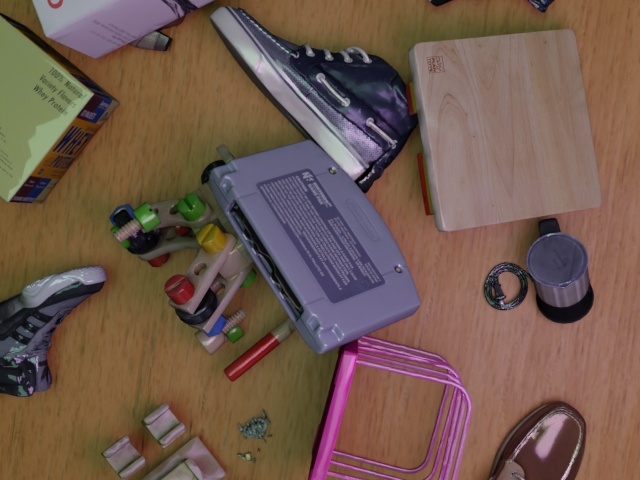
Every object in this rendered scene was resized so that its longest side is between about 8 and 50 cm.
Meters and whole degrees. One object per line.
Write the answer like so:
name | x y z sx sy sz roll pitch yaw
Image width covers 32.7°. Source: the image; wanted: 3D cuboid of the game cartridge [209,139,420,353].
game cartridge | 0.000 0.000 1.473 0.196 0.060 0.294 -20 67 -33

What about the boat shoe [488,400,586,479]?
boat shoe | 0.286 0.383 1.574 0.123 0.116 0.324 30 94 3

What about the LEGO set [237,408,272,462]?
LEGO set | -0.100 0.297 1.650 0.054 0.023 0.083 1 91 5

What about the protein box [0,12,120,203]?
protein box | -0.449 -0.193 1.612 0.200 0.136 0.201 40 95 4

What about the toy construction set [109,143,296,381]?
toy construction set | -0.128 0.013 1.568 0.237 0.257 0.309 -38 109 -8

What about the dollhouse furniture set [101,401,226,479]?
dollhouse furniture set | -0.260 0.399 1.633 0.242 0.161 0.212 -38 88 -18

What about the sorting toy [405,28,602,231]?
sorting toy | 0.248 -0.154 1.544 0.255 0.089 0.257 -9 89 -20

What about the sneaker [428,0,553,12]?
sneaker | 0.270 -0.369 1.576 0.217 0.079 0.121 -30 87 3

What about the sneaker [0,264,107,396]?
sneaker | -0.418 0.144 1.639 0.269 0.101 0.153 -25 90 11

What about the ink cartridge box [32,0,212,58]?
ink cartridge box | -0.238 -0.475 1.539 0.395 0.166 0.285 -24 82 13

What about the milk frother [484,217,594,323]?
milk frother | 0.306 0.053 1.555 0.143 0.135 0.129 -28 58 2

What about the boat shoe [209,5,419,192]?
boat shoe | 0.003 -0.242 1.592 0.158 0.127 0.340 -42 96 -2

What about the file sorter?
file sorter | 0.094 0.251 1.503 0.182 0.291 0.202 14 92 1

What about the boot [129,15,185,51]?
boot | -0.252 -0.343 1.641 0.087 0.042 0.118 28 90 8
